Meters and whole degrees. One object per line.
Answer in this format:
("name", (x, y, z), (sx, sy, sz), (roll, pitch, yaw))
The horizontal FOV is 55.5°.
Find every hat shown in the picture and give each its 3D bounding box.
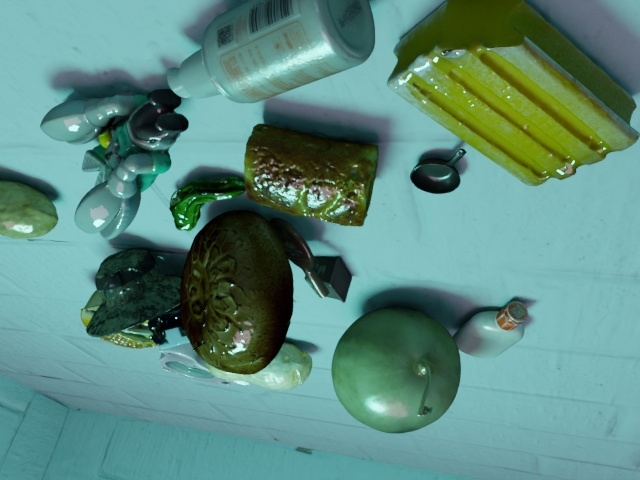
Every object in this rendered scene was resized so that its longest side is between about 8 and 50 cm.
("hat", (-0.396, 0.089, 1.271), (0.265, 0.265, 0.128), (-7, 114, 34))

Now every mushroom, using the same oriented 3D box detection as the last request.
("mushroom", (-0.152, 0.089, 1.057), (0.163, 0.278, 0.297), (6, 116, -23))

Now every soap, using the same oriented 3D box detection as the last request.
("soap", (0.201, -0.154, 0.636), (0.232, 0.073, 0.140), (28, 148, -24))

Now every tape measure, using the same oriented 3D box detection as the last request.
("tape measure", (-0.238, 0.152, 1.280), (0.180, 0.107, 0.182), (-13, -172, 27))

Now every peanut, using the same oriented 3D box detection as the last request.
("peanut", (-0.626, -0.059, 1.148), (0.274, 0.111, 0.125), (10, 156, 7))

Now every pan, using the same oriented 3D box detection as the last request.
("pan", (0.164, -0.099, 0.805), (0.068, 0.024, 0.115), (20, 154, -10))

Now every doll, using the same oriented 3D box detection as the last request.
("doll", (-0.295, -0.135, 0.854), (0.153, 0.195, 0.258), (-6, 140, -42))

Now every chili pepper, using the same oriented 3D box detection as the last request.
("chili pepper", (-0.196, -0.069, 1.000), (0.073, 0.050, 0.182), (39, 141, -26))

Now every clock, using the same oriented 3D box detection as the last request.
("clock", (-0.337, 0.358, 1.814), (0.290, 0.080, 0.275), (13, 152, 0))

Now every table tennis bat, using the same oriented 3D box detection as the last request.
("table tennis bat", (0.000, 0.000, 1.081), (0.170, 0.119, 0.107), (58, 157, -19))

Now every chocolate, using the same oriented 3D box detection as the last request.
("chocolate", (-0.169, 0.326, 1.623), (0.309, 0.134, 0.134), (4, 151, 17))

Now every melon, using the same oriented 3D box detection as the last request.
("melon", (0.147, 0.260, 1.233), (0.271, 0.272, 0.308), (29, 143, -26))

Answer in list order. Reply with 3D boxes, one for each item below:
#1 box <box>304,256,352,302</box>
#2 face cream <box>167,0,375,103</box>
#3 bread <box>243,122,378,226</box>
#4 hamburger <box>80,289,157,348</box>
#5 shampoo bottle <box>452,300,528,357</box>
("box", (0.015, 0.073, 1.155), (0.063, 0.060, 0.085), (5, 152, 26))
("face cream", (-0.070, -0.200, 0.647), (0.251, 0.101, 0.101), (-9, 144, 38))
("bread", (-0.012, -0.086, 0.825), (0.172, 0.103, 0.132), (14, 146, 7))
("hamburger", (-0.474, 0.190, 1.492), (0.236, 0.148, 0.237), (8, 158, 3))
("shampoo bottle", (0.343, 0.177, 1.200), (0.108, 0.051, 0.221), (17, 153, 0))
